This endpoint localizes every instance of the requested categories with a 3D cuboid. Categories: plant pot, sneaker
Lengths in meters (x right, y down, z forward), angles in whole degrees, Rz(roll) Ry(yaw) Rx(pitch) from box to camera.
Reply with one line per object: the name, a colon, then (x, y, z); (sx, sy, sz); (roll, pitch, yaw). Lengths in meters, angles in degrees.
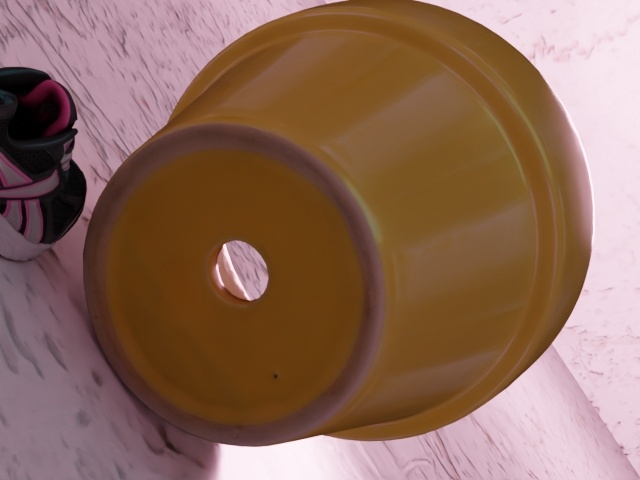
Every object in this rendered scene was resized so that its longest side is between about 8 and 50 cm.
plant pot: (0.000, 0.000, 0.947); (0.254, 0.254, 0.239); (57, 23, 3)
sneaker: (-0.139, -0.041, 0.809); (0.072, 0.077, 0.178); (60, 9, 9)
